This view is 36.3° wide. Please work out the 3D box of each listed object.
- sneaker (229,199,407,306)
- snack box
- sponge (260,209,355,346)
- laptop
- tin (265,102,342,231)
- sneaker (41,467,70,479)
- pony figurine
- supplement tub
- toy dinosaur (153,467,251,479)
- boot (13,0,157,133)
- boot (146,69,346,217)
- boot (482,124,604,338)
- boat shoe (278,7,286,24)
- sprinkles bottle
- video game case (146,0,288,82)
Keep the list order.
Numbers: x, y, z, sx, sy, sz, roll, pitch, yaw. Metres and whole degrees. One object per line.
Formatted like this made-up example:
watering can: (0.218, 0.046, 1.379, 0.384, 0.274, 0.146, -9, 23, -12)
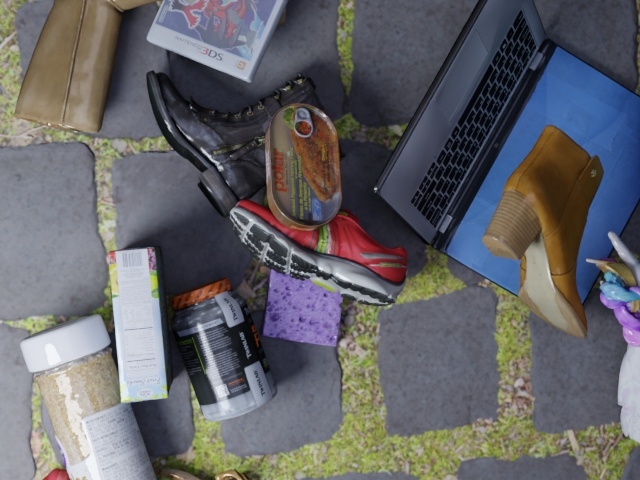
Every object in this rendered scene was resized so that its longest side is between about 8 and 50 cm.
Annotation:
sneaker: (0.000, 0.000, 1.440, 0.279, 0.107, 0.118, 25, 67, -9)
snack box: (-0.253, 0.113, 1.386, 0.070, 0.174, 0.207, -6, 90, -6)
sponge: (-0.020, 0.050, 1.487, 0.117, 0.031, 0.210, 8, 88, -8)
laptop: (0.323, -0.129, 1.436, 0.236, 0.408, 0.382, 27, 85, 28)
tin: (-0.027, -0.104, 1.395, 0.106, 0.040, 0.190, 6, 70, -22)
sneaker: (-0.470, 0.395, 1.404, 0.128, 0.087, 0.221, 39, 84, -7)
pony figurine: (0.564, 0.153, 1.409, 0.363, 0.303, 0.351, -3, 95, -4)
supplement tub: (-0.146, 0.157, 1.428, 0.117, 0.117, 0.190, -20, 93, -7)
toy dinosaur: (-0.163, 0.381, 1.452, 0.112, 0.064, 0.211, -43, 94, -4)
boot: (-0.303, -0.284, 1.416, 0.236, 0.089, 0.270, 12, 87, 16)
boot: (-0.111, -0.184, 1.459, 0.229, 0.091, 0.263, -34, 98, -11)
boot: (0.361, -0.009, 1.424, 0.211, 0.104, 0.295, -54, 128, -15)
boat shoe: (-0.062, -0.405, 1.473, 0.059, 0.063, 0.170, 13, 89, -19)
sprinkles bottle: (-0.316, 0.289, 1.404, 0.121, 0.121, 0.355, -19, 92, -7)
video game case: (-0.140, -0.355, 1.436, 0.183, 0.023, 0.201, 24, 90, 18)
